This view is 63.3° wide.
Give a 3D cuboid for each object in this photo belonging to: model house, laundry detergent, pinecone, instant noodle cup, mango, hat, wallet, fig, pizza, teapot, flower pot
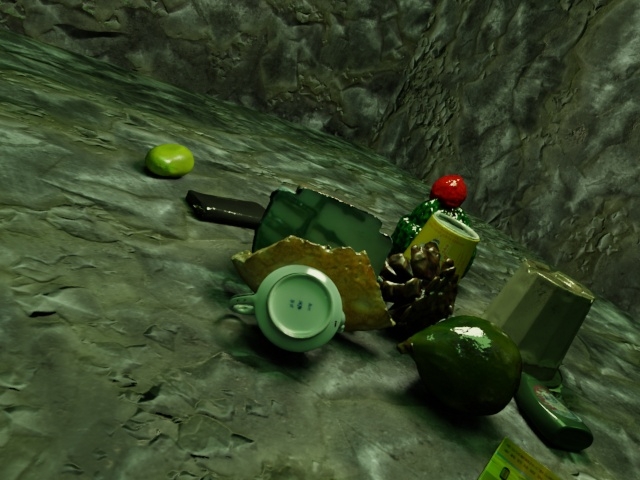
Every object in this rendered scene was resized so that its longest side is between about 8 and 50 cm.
[{"bbox_3d":[0.000,0.000,1.250,0.295,0.251,0.329,23,12,-4],"label":"model house"},{"bbox_3d":[0.495,0.364,1.148,0.137,0.063,0.211,20,17,-20],"label":"laundry detergent"},{"bbox_3d":[0.220,0.116,1.220,0.203,0.228,0.201,-3,40,-14],"label":"pinecone"},{"bbox_3d":[0.336,0.056,1.499,0.216,0.236,0.215,24,20,-10],"label":"instant noodle cup"},{"bbox_3d":[-0.441,-0.236,1.506,0.117,0.089,0.163,33,21,21],"label":"mango"},{"bbox_3d":[0.396,-0.049,1.688,0.274,0.332,0.242,15,14,-19],"label":"hat"},{"bbox_3d":[-0.248,-0.088,1.433,0.250,0.044,0.149,9,21,-39],"label":"wallet"},{"bbox_3d":[0.267,0.232,1.008,0.245,0.195,0.195,27,17,-23],"label":"fig"},{"bbox_3d":[-0.004,0.087,1.059,0.366,0.182,0.074,17,2,-8],"label":"pizza"},{"bbox_3d":[-0.054,0.135,0.964,0.232,0.158,0.159,13,21,-10],"label":"teapot"},{"bbox_3d":[0.555,0.204,1.341,0.290,0.259,0.290,24,17,-8],"label":"flower pot"}]

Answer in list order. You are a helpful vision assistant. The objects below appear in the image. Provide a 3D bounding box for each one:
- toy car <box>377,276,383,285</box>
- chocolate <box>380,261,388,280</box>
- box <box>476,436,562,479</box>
[{"bbox_3d":[0.106,0.092,1.384,0.205,0.056,0.095,37,20,32],"label":"toy car"},{"bbox_3d":[0.199,0.108,1.436,0.182,0.086,0.028,40,-12,29],"label":"chocolate"},{"bbox_3d":[0.331,0.410,0.860,0.121,0.030,0.193,35,21,26],"label":"box"}]
